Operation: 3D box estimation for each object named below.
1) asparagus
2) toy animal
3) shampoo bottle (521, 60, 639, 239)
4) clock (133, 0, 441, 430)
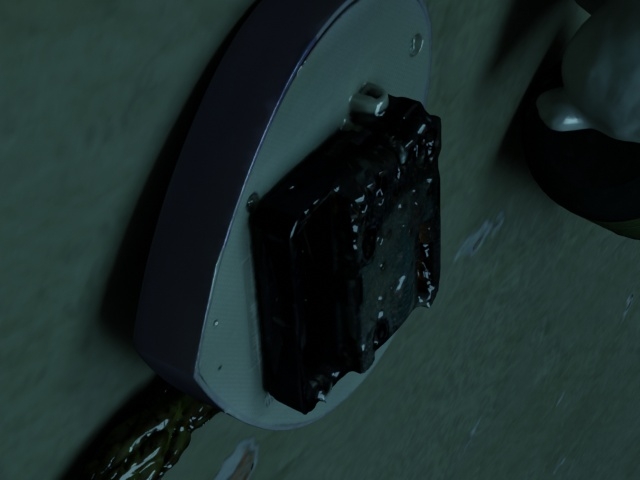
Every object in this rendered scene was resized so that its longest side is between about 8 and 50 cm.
[{"bbox_3d":[-0.053,0.068,0.761,0.165,0.030,0.036,-45,166,-39],"label":"asparagus"},{"bbox_3d":[0.188,-0.178,0.893,0.140,0.138,0.282,-53,154,-44],"label":"toy animal"},{"bbox_3d":[0.204,-0.052,1.142,0.101,0.101,0.284,-63,161,5],"label":"shampoo bottle"},{"bbox_3d":[0.000,0.000,0.709,0.172,0.064,0.198,-46,145,-39],"label":"clock"}]
